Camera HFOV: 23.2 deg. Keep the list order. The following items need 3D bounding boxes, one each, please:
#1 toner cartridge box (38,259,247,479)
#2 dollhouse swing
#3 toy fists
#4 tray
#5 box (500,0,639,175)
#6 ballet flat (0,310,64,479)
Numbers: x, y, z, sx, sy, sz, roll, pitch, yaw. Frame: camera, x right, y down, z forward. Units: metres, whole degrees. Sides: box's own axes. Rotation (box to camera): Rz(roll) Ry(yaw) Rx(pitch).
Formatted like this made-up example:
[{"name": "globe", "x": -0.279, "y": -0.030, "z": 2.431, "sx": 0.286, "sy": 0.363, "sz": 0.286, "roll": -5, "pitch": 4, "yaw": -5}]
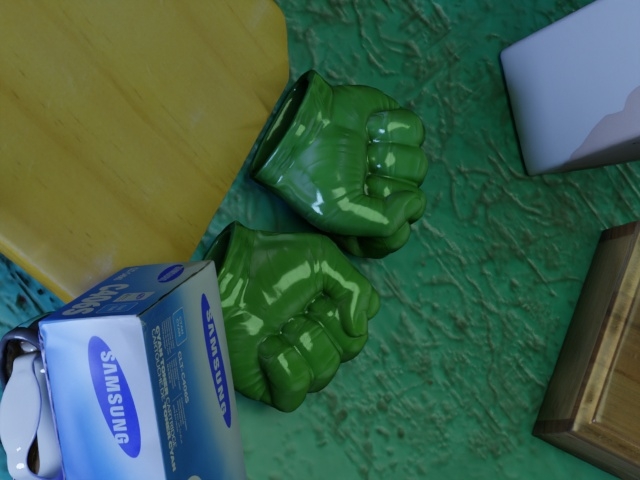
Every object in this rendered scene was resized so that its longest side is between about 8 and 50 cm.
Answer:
[{"name": "toner cartridge box", "x": -0.106, "y": 0.201, "z": 1.094, "sx": 0.075, "sy": 0.165, "sz": 0.347, "roll": -5, "pitch": 101, "yaw": 14}, {"name": "dollhouse swing", "x": -0.251, "y": -0.148, "z": 1.184, "sx": 0.346, "sy": 0.315, "sz": 0.305, "roll": -63, "pitch": 148, "yaw": -18}, {"name": "toy fists", "x": 0.000, "y": 0.000, "z": 1.256, "sx": 0.142, "sy": 0.096, "sz": 0.279, "roll": 31, "pitch": 70, "yaw": -16}, {"name": "tray", "x": 0.407, "y": 0.165, "z": 1.411, "sx": 0.411, "sy": 0.076, "sz": 0.202, "roll": 27, "pitch": 72, "yaw": -16}, {"name": "box", "x": 0.293, "y": -0.147, "z": 1.283, "sx": 0.148, "sy": 0.311, "sz": 0.121, "roll": -9, "pitch": 85, "yaw": -23}, {"name": "ballet flat", "x": -0.198, "y": 0.191, "z": 1.139, "sx": 0.096, "sy": 0.095, "sz": 0.280, "roll": 14, "pitch": 64, "yaw": -65}]
